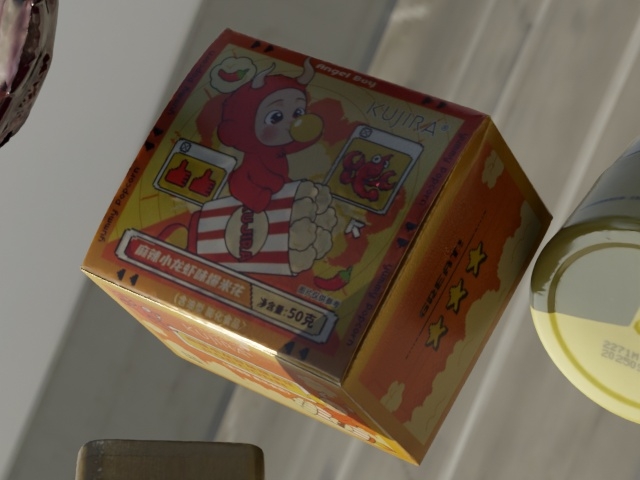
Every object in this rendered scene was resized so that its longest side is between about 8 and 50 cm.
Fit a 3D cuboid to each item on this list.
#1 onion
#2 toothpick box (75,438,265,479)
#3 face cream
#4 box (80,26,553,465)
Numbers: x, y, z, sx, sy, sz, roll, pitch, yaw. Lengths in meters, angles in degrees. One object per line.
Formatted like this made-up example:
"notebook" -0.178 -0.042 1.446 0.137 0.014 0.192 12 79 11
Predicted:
"onion" -0.292 -0.181 1.528 0.280 0.146 0.314 26 105 43
"toothpick box" -0.115 0.316 1.309 0.187 0.190 0.308 97 172 -51
"face cream" 0.314 0.028 1.543 0.179 0.218 0.218 -45 -13 -43
"box" 0.000 0.000 1.522 0.259 0.284 0.214 -60 -33 -15
